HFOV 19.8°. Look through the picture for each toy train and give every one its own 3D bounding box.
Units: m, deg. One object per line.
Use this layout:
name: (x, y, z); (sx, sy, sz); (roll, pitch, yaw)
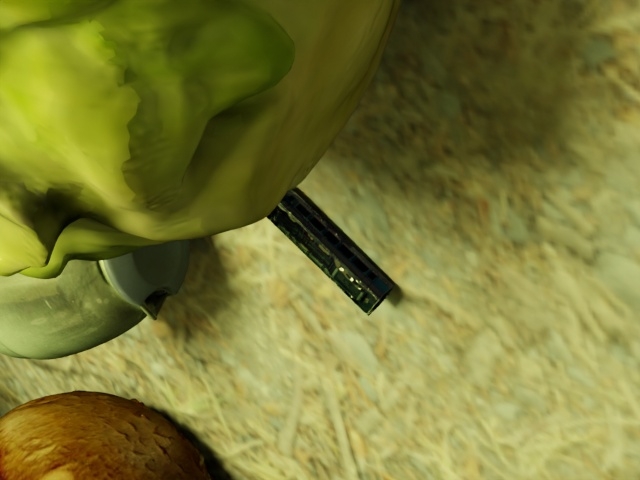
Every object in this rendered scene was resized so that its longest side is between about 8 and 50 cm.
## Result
toy train: (0.000, 0.000, 0.876); (0.083, 0.017, 0.017); (44, 144, 7)

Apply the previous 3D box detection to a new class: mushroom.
mushroom: (-0.124, 0.183, 1.113); (0.194, 0.138, 0.231); (32, 156, 2)

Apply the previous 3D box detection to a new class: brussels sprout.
brussels sprout: (-0.124, -0.149, 0.681); (0.328, 0.247, 0.328); (30, 157, 14)

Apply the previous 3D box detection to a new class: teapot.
teapot: (-0.120, -0.013, 0.954); (0.108, 0.149, 0.111); (-5, 159, 35)
